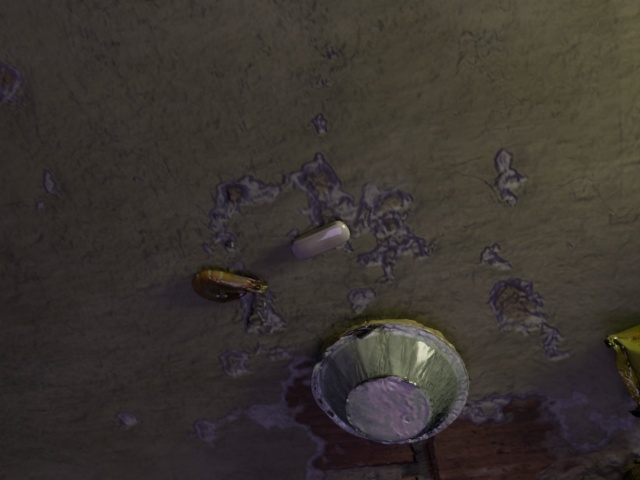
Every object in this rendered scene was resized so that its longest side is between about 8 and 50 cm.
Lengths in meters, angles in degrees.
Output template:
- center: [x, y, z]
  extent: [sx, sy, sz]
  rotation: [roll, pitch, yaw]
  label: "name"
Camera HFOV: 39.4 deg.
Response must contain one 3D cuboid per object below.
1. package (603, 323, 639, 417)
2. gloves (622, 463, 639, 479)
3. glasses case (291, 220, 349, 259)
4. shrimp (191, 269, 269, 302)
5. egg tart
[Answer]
- center: [0.509, 0.155, 1.213]
  extent: [0.226, 0.090, 0.168]
  rotation: [-20, 120, 19]
  label: "package"
- center: [0.503, 0.455, 1.256]
  extent: [0.154, 0.331, 0.141]
  rotation: [26, 126, -10]
  label: "gloves"
- center: [0.000, 0.000, 1.207]
  extent: [0.083, 0.021, 0.032]
  rotation: [-25, 113, 18]
  label: "glasses case"
- center: [-0.128, 0.069, 1.261]
  extent: [0.108, 0.023, 0.059]
  rotation: [11, 130, -2]
  label: "shrimp"
- center: [0.100, 0.217, 1.287]
  extent: [0.234, 0.094, 0.234]
  rotation: [2, 123, 3]
  label: "egg tart"
